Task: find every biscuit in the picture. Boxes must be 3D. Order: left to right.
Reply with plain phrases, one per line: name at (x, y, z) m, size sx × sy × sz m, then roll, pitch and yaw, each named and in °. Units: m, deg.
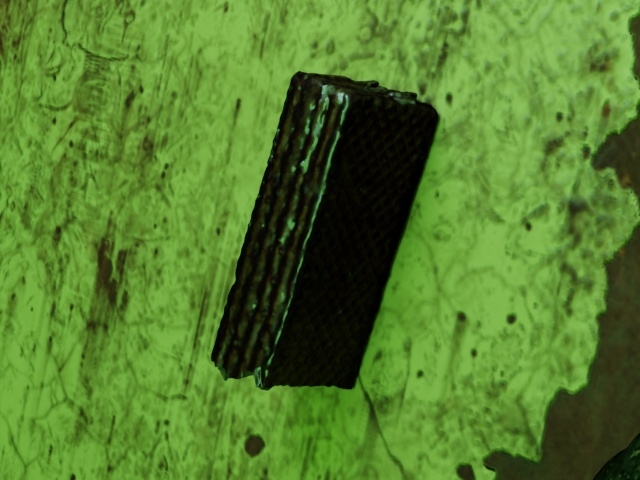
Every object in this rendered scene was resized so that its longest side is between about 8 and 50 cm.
biscuit at (0.000, 0.000, 1.030) m, size 0.070 × 0.106 × 0.252 m, roll 27°, pitch 105°, yaw 41°

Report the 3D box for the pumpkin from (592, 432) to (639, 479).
pumpkin at (0.247, 0.203, 0.738) m, size 0.293 × 0.197 × 0.263 m, roll -41°, pitch 59°, yaw 29°
